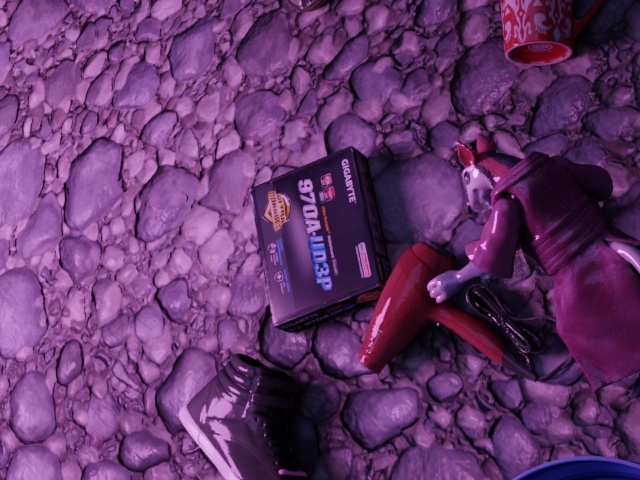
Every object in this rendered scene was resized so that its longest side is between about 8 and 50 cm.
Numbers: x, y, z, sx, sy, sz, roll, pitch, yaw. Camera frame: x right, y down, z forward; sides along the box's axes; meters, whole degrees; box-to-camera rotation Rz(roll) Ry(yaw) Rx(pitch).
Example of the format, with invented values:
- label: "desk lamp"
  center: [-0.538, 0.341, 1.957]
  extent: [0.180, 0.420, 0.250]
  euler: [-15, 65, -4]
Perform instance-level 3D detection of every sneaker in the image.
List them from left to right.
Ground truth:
- label: "sneaker"
  center: [-0.067, 0.262, 1.984]
  extent: [0.296, 0.104, 0.147]
  euler: [41, 102, 38]

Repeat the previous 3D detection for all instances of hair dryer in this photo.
- label: "hair dryer"
  center: [0.172, 0.097, 1.915]
  extent: [0.293, 0.080, 0.224]
  euler: [-22, 64, 23]

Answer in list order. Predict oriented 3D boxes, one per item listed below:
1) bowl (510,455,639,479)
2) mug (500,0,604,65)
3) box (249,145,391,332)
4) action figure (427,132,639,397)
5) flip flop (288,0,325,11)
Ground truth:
- label: "bowl"
  center: [0.323, 0.448, 1.698]
  extent: [0.391, 0.077, 0.391]
  euler: [-12, 68, 31]
- label: "mug"
  center: [0.306, -0.331, 1.964]
  extent: [0.150, 0.113, 0.169]
  euler: [-8, 73, 30]
- label: "box"
  center: [0.000, 0.000, 2.067]
  extent: [0.175, 0.051, 0.220]
  euler: [-21, 64, 23]
- label: "action figure"
  center: [0.294, 0.008, 1.741]
  extent: [0.370, 0.276, 0.248]
  euler: [46, 70, 5]
- label: "flip flop"
  center: [0.055, -0.442, 2.175]
  extent: [0.277, 0.080, 0.112]
  euler: [-45, 61, 28]
